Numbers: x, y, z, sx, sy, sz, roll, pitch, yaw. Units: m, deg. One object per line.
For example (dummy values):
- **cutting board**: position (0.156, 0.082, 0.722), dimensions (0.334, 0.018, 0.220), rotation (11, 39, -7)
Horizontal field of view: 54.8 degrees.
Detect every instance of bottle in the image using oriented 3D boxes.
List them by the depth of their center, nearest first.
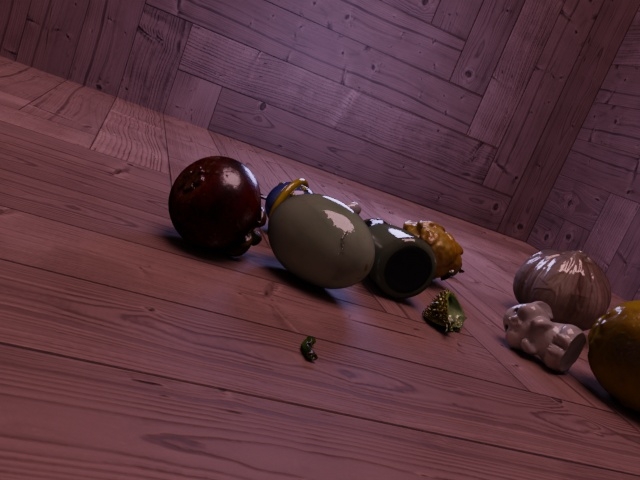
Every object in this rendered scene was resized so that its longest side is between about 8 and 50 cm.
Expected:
- **bottle**: position (0.179, 0.033, 1.700), dimensions (0.168, 0.168, 0.347), rotation (18, 9, -18)

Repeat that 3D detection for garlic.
- **garlic**: position (0.776, 0.148, 1.994), dimensions (0.317, 0.259, 0.317), rotation (23, 16, -7)

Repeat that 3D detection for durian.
- **durian**: position (0.311, 0.176, 1.515), dimensions (0.100, 0.086, 0.215), rotation (42, 17, 20)

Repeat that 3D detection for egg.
- **egg**: position (0.000, 0.000, 1.423), dimensions (0.282, 0.203, 0.203), rotation (32, 16, 34)

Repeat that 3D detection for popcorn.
- **popcorn**: position (0.324, 0.037, 1.911), dimensions (0.253, 0.190, 0.191), rotation (24, 38, -43)

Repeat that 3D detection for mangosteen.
- **mangosteen**: position (-0.218, -0.064, 1.390), dimensions (0.215, 0.215, 0.257), rotation (34, -14, 43)

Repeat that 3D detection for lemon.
- **lemon**: position (0.796, 0.283, 1.445), dimensions (0.316, 0.285, 0.285), rotation (23, 12, 13)

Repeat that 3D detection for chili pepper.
- **chili pepper**: position (-0.020, 0.181, 1.056), dimensions (0.027, 0.022, 0.083), rotation (-12, 15, 1)

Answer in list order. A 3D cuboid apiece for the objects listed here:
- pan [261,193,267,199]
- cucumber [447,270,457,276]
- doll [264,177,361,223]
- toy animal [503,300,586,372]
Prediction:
- **pan**: position (-0.284, -0.190, 2.146), dimensions (0.235, 0.028, 0.136), rotation (18, 14, -18)
- **cucumber**: position (0.384, 0.063, 2.159), dimensions (0.211, 0.062, 0.078), rotation (33, 50, 21)
- **doll**: position (-0.066, -0.048, 1.724), dimensions (0.242, 0.160, 0.311), rotation (36, 38, 6)
- **toy animal**: position (0.567, 0.237, 1.562), dimensions (0.178, 0.127, 0.193), rotation (14, 13, -39)
